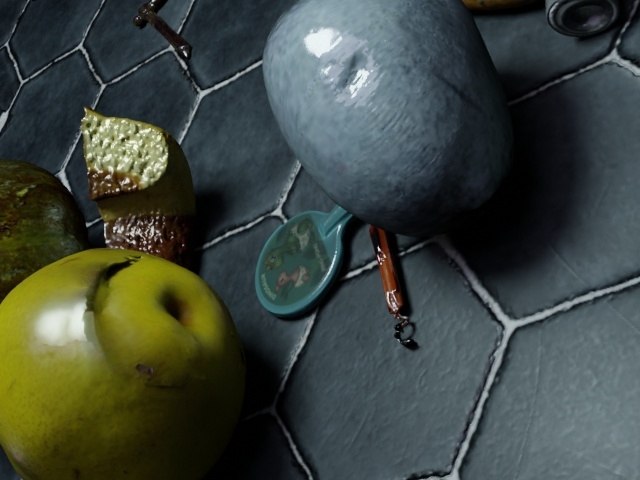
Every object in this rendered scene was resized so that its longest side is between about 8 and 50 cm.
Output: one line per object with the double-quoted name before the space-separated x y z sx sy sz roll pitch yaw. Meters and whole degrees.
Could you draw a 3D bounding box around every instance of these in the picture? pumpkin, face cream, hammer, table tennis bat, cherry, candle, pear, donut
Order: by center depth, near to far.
"cherry" 0.070 -0.140 1.118 0.218 0.255 0.296 -33 62 13
"candle" 0.071 0.038 1.176 0.021 0.026 0.167 -34 46 28
"face cream" 0.270 -0.344 1.196 0.073 0.073 0.283 -18 54 35
"pear" -0.232 0.164 1.207 0.336 0.285 0.285 -61 39 20
"table tennis bat" 0.000 0.000 1.264 0.201 0.033 0.124 -48 44 16
"donut" -0.209 -0.013 1.394 0.112 0.151 0.295 -1 91 15
"pumpkin" -0.363 0.044 1.415 0.232 0.242 0.325 -12 87 44
"hammer" -0.227 -0.314 1.679 0.065 0.021 0.178 -49 43 6

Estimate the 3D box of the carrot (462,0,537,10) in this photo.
"carrot" 0.174 -0.281 1.260 0.186 0.060 0.060 1 66 45
